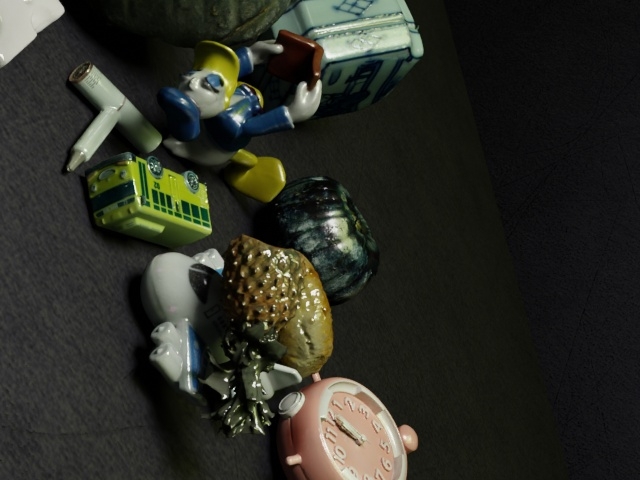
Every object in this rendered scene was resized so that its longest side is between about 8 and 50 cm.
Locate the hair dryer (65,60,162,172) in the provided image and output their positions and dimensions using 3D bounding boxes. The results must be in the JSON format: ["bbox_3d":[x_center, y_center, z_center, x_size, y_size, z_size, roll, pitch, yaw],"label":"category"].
[{"bbox_3d":[-0.296,-0.132,1.226,0.155,0.044,0.183,46,38,-37],"label":"hair dryer"}]

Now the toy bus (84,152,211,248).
[{"bbox_3d":[-0.231,-0.051,1.225,0.175,0.088,0.101,21,55,-59],"label":"toy bus"}]

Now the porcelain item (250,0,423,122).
[{"bbox_3d":[0.027,-0.340,1.683,0.286,0.281,0.157,-15,77,-23],"label":"porcelain item"}]

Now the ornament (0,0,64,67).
[{"bbox_3d":[-0.426,-0.207,0.784,0.239,0.240,0.239,55,29,-25],"label":"ornament"}]

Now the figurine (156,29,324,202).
[{"bbox_3d":[-0.116,-0.188,1.321,0.204,0.284,0.338,64,21,7],"label":"figurine"}]

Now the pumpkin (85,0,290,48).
[{"bbox_3d":[-0.189,-0.433,1.308,0.257,0.328,0.291,101,-11,-56],"label":"pumpkin"}]

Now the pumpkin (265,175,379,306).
[{"bbox_3d":[0.000,0.000,1.540,0.233,0.163,0.233,60,10,-18],"label":"pumpkin"}]

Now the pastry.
[{"bbox_3d":[-0.043,0.113,1.382,0.182,0.093,0.192,113,-41,-62],"label":"pastry"}]

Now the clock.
[{"bbox_3d":[0.020,0.327,1.387,0.241,0.142,0.227,47,31,-20],"label":"clock"}]

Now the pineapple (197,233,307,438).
[{"bbox_3d":[-0.089,0.122,1.129,0.125,0.125,0.251,24,71,-56],"label":"pineapple"}]

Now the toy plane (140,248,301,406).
[{"bbox_3d":[-0.144,0.123,1.226,0.267,0.123,0.266,43,34,-38],"label":"toy plane"}]
